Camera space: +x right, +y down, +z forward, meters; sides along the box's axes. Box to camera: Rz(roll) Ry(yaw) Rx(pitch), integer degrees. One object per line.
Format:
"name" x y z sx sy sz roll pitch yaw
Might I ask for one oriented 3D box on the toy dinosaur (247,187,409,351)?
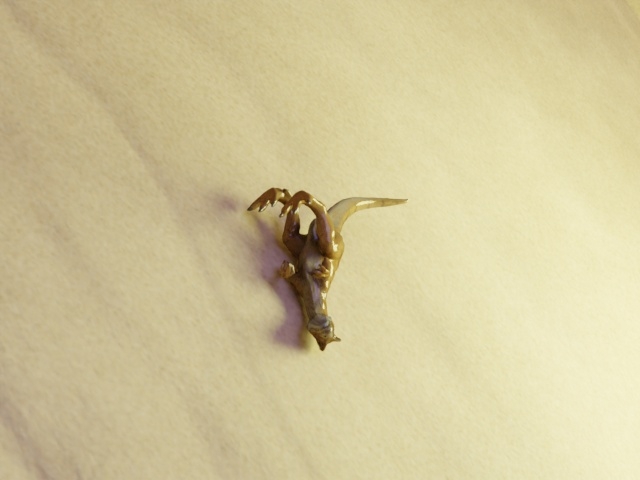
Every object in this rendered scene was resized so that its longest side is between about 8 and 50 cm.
"toy dinosaur" 0.000 0.000 1.094 0.112 0.064 0.211 55 34 -28
